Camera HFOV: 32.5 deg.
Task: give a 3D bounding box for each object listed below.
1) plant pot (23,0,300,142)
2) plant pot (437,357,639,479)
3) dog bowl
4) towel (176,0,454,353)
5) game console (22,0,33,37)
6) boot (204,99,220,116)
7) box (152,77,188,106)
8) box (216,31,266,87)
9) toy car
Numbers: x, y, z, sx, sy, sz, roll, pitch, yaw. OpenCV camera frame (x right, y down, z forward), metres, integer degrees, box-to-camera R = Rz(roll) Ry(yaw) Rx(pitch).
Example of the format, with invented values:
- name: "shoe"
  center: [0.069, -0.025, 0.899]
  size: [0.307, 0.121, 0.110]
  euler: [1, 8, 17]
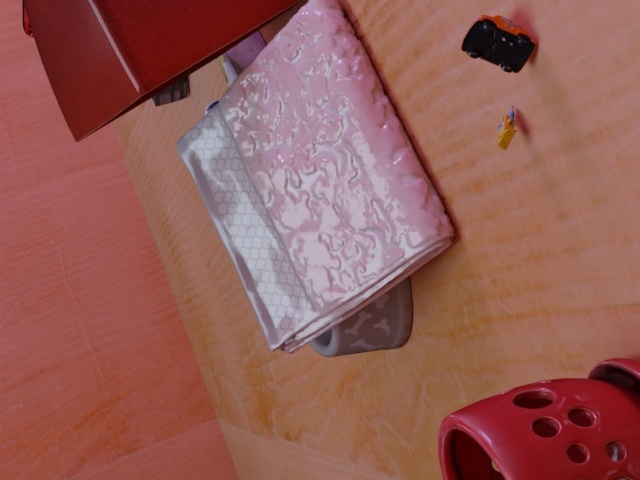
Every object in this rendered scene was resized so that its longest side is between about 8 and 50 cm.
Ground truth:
- name: "plant pot"
  center: [-0.233, -0.313, 1.398]
  size: [0.236, 0.267, 0.267]
  euler: [57, 150, -9]
- name: "plant pot"
  center: [0.211, 0.199, 0.884]
  size: [0.191, 0.174, 0.191]
  euler: [160, 90, -74]
- name: "dog bowl"
  center: [0.000, 0.000, 1.492]
  size: [0.349, 0.102, 0.349]
  euler: [160, 90, -75]
- name: "towel"
  center: [-0.021, -0.070, 1.302]
  size: [0.317, 0.053, 0.332]
  euler: [-38, 70, 39]
- name: "game console"
  center: [-0.444, -0.587, 1.922]
  size: [0.387, 0.060, 0.342]
  euler: [-82, 2, -50]
- name: "boot"
  center: [-0.159, -0.147, 1.901]
  size: [0.086, 0.069, 0.190]
  euler: [-146, 41, -69]
- name: "box"
  center: [-0.355, -0.458, 2.178]
  size: [0.242, 0.076, 0.307]
  euler: [93, 153, -54]
- name: "box"
  center: [-0.122, -0.286, 1.626]
  size: [0.067, 0.063, 0.324]
  euler: [104, 144, -64]
- name: "toy car"
  center: [0.144, -0.139, 0.930]
  size: [0.041, 0.060, 0.122]
  euler: [-80, -4, -47]
